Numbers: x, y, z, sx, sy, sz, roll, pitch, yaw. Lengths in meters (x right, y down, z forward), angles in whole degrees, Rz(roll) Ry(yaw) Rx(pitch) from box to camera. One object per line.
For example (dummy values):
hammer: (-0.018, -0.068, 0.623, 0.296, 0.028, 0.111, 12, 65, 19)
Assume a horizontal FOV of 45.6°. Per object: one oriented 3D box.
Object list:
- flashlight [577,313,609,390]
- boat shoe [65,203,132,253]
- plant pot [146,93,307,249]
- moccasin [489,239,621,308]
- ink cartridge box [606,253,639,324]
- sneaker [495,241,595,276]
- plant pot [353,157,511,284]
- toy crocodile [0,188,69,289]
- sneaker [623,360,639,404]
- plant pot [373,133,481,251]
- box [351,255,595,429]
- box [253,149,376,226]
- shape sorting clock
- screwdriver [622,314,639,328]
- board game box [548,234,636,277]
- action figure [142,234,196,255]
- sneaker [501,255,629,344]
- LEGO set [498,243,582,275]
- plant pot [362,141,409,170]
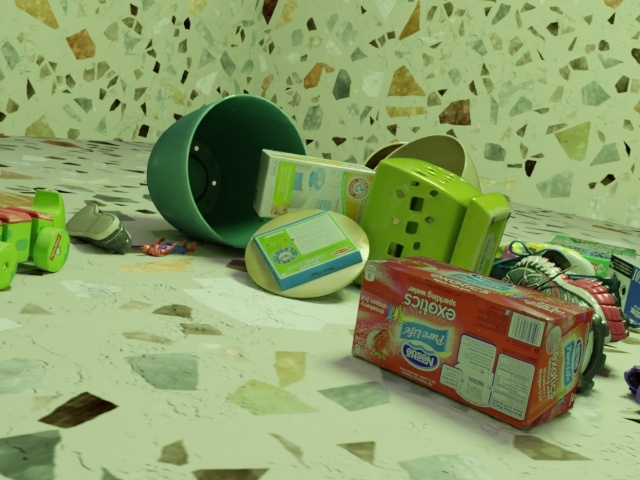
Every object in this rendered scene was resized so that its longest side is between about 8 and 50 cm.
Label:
flashlight: (0.227, 0.115, 1.037, 0.304, 0.103, 0.103, 13, 51, 40)
boat shoe: (-0.398, -0.015, 1.365, 0.206, 0.075, 0.065, 14, -33, 54)
plant pot: (-0.206, -0.127, 1.513, 0.293, 0.292, 0.235, -1, 0, -42)
moccasin: (0.416, 0.069, 1.371, 0.138, 0.116, 0.342, 3, 12, -30)
ink cartridge box: (0.606, 0.094, 1.456, 0.046, 0.097, 0.207, 9, 11, -2)
sneaker: (0.499, 0.047, 1.641, 0.126, 0.091, 0.240, 0, 13, -43)
plant pot: (0.205, -0.010, 1.362, 0.207, 0.228, 0.227, 21, 14, 22)
toy crocodile: (-0.452, -0.003, 1.064, 0.115, 0.105, 0.340, 11, 11, 10)
sneaker: (0.428, 0.171, 0.982, 0.071, 0.068, 0.170, 6, 10, 17)
plant pot: (0.244, -0.067, 1.679, 0.191, 0.284, 0.284, 43, -10, -32)
box: (0.175, 0.110, 0.914, 0.257, 0.128, 0.123, 17, 13, 41)
box: (-0.010, -0.092, 1.390, 0.203, 0.114, 0.103, 8, 11, -14)
shape sorting clock: (-0.022, 0.020, 1.262, 0.206, 0.040, 0.206, -5, 39, 4)
screwdriver: (0.568, 0.151, 1.316, 0.170, 0.025, 0.024, 14, 12, 30)
board game box: (0.701, 0.042, 1.969, 0.214, 0.046, 0.317, 12, 11, 21)
action figure: (-0.274, 0.011, 1.360, 0.038, 0.030, 0.115, 21, 17, 31)
sneaker: (0.340, 0.101, 1.173, 0.112, 0.120, 0.299, -24, 8, -7)
LEGO set: (0.425, 0.052, 1.542, 0.087, 0.093, 0.227, 1, 13, -36)
plant pot: (0.197, -0.123, 2.044, 0.237, 0.237, 0.254, 8, -5, -5)
